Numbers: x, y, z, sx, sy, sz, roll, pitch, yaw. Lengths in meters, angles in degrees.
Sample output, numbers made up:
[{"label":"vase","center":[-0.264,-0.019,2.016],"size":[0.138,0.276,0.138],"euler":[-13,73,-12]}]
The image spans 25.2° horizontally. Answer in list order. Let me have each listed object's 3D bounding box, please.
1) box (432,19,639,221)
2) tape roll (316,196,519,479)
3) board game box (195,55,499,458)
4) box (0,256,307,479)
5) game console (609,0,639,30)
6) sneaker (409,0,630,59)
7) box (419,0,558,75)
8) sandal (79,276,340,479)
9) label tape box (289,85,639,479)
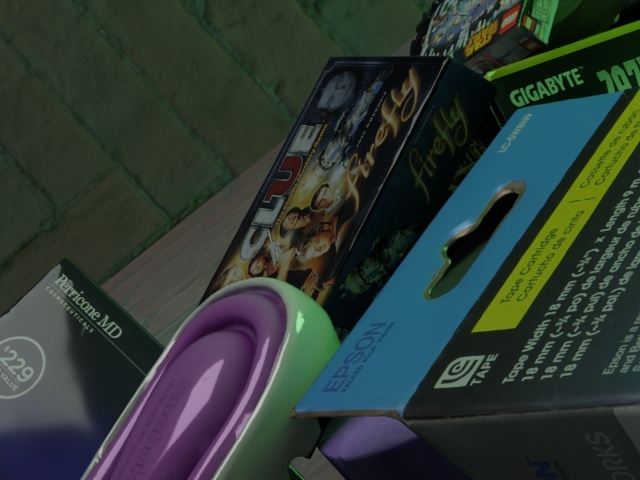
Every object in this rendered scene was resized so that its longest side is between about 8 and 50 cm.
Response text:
[{"label":"box","center":[0.143,-0.072,1.069],"size":[0.322,0.079,0.257],"euler":[-23,-3,-43]},{"label":"tape roll","center":[0.127,0.060,0.836],"size":[0.275,0.090,0.275],"euler":[-39,10,8]},{"label":"board game box","center":[0.000,0.000,0.887],"size":[0.243,0.042,0.165],"euler":[-63,25,-6]},{"label":"box","center":[-0.114,0.163,0.793],"size":[0.184,0.261,0.103],"euler":[-43,-28,-16]},{"label":"game console","center":[0.388,-0.290,1.203],"size":[0.387,0.060,0.342],"euler":[-31,4,24]},{"label":"sneaker","center":[0.157,-0.160,1.094],"size":[0.271,0.108,0.100],"euler":[-39,46,48]},{"label":"box","center":[0.116,-0.150,0.993],"size":[0.137,0.027,0.094],"euler":[-31,35,55]},{"label":"sandal","center":[-0.137,0.179,0.639],"size":[0.169,0.102,0.416],"euler":[-8,47,53]},{"label":"label tape box","center":[0.182,0.020,0.595],"size":[0.334,0.106,0.240],"euler":[-11,31,48]}]
